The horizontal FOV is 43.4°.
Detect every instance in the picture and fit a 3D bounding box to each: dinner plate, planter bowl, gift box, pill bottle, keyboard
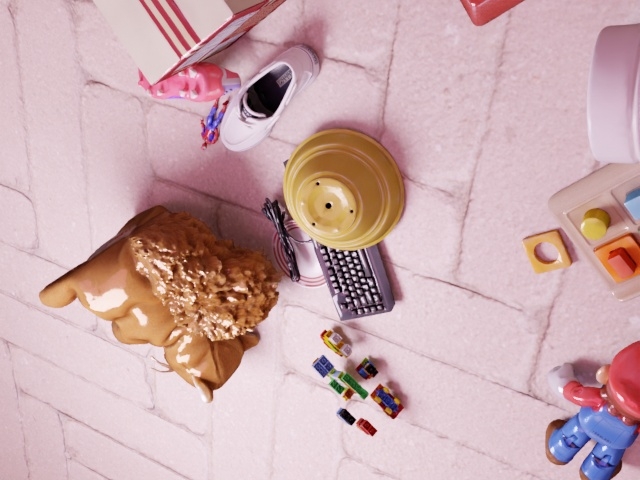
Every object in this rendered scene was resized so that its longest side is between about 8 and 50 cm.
[{"bbox_3d":[-0.029,0.024,1.506,0.141,0.017,0.141,16,124,25],"label":"dinner plate"},{"bbox_3d":[0.024,-0.070,1.342,0.217,0.090,0.217,7,113,17],"label":"planter bowl"},{"bbox_3d":[-0.227,-0.414,1.239,0.276,0.255,0.258,-26,101,36],"label":"gift box"},{"bbox_3d":[0.512,-0.169,0.931,0.361,0.204,0.204,5,118,31],"label":"pill bottle"},{"bbox_3d":[0.000,0.000,1.445,0.201,0.033,0.317,-12,105,30],"label":"keyboard"}]

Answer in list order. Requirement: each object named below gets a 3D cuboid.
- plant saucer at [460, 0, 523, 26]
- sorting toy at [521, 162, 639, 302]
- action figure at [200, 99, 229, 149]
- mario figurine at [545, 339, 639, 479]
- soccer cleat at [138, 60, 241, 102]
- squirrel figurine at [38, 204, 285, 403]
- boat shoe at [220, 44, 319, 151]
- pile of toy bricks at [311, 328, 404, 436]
[{"bbox_3d":[0.240,-0.448,1.054,0.259,0.048,0.258,-25,100,40],"label":"plant saucer"},{"bbox_3d":[0.447,-0.014,1.160,0.348,0.047,0.196,-33,95,40],"label":"sorting toy"},{"bbox_3d":[-0.200,-0.212,1.480,0.038,0.030,0.115,32,130,8],"label":"action figure"},{"bbox_3d":[0.484,0.251,1.264,0.198,0.170,0.320,6,138,-11],"label":"mario figurine"},{"bbox_3d":[-0.241,-0.288,1.427,0.248,0.095,0.083,21,113,48],"label":"soccer cleat"},{"bbox_3d":[-0.261,0.132,1.556,0.397,0.281,0.370,-20,110,43],"label":"squirrel figurine"},{"bbox_3d":[-0.108,-0.234,1.369,0.095,0.084,0.258,47,130,2],"label":"boat shoe"},{"bbox_3d":[0.050,0.277,1.553,0.212,0.118,0.105,47,163,-10],"label":"pile of toy bricks"}]
